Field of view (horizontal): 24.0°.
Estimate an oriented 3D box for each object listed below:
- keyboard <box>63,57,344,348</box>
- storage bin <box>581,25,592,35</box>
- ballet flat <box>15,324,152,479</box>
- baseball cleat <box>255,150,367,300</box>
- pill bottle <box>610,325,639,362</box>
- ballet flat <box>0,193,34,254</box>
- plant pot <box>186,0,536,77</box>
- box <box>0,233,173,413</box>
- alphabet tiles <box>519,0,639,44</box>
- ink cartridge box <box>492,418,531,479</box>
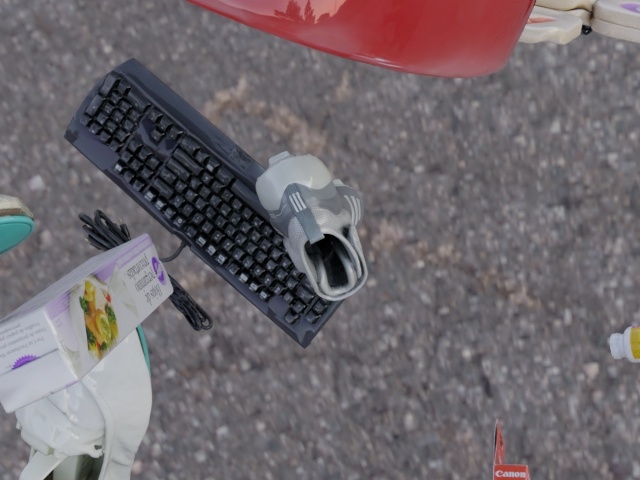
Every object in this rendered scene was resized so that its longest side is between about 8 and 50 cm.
[{"bbox_3d":[-0.123,-0.011,1.451,0.317,0.201,0.033,41,32,7],"label":"keyboard"},{"bbox_3d":[0.230,-0.301,1.442,0.084,0.180,0.122,18,58,31],"label":"storage bin"},{"bbox_3d":[-0.259,0.201,1.581,0.139,0.400,0.139,6,51,-7],"label":"ballet flat"},{"bbox_3d":[0.000,0.000,1.133,0.072,0.206,0.109,-25,75,9],"label":"baseball cleat"},{"bbox_3d":[0.381,0.119,1.753,0.083,0.043,0.043,-9,51,27],"label":"pill bottle"},{"bbox_3d":[-0.224,0.002,0.749,0.168,0.057,0.052,-25,72,-29],"label":"ballet flat"},{"bbox_3d":[0.009,-0.173,0.540,0.191,0.174,0.191,17,21,-7],"label":"plant pot"},{"bbox_3d":[-0.193,0.060,1.237,0.067,0.324,0.063,-23,96,9],"label":"box"},{"bbox_3d":[0.105,-0.173,0.971,0.284,0.021,0.278,16,22,18],"label":"alphabet tiles"},{"bbox_3d":[0.152,0.205,1.184,0.029,0.063,0.115,0,62,13],"label":"ink cartridge box"}]
